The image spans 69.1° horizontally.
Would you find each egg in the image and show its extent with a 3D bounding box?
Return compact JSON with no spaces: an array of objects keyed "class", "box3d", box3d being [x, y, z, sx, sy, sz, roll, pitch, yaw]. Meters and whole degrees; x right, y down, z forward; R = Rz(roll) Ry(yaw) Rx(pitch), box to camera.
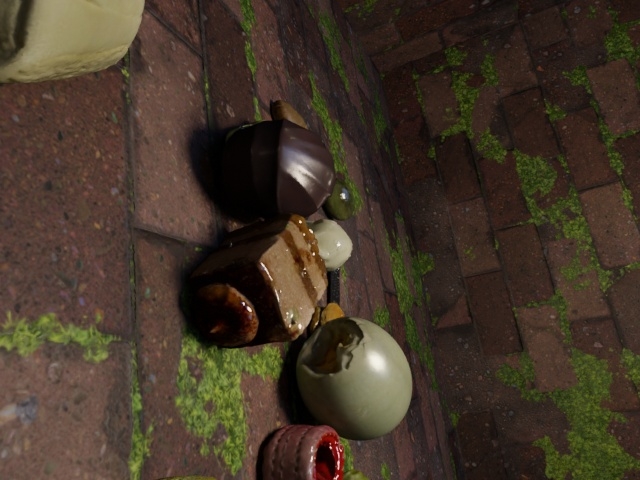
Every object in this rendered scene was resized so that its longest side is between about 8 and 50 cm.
[{"class":"egg","box3d":[0.094,0.361,1.182,0.336,0.278,0.278,59,26,-31]}]

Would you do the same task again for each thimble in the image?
[{"class":"thimble","box3d":[-0.036,0.483,0.992,0.189,0.124,0.163,11,69,-67]}]

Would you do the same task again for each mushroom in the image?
[{"class":"mushroom","box3d":[-0.086,-0.349,1.489,0.210,0.072,0.094,59,35,-36]}]

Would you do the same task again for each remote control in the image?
[{"class":"remote control","box3d":[0.044,0.117,1.563,0.063,0.025,0.245,49,34,-46]}]

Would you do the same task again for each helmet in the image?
[{"class":"helmet","box3d":[-0.062,-0.159,1.052,0.305,0.177,0.225,13,73,-43]}]

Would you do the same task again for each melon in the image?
[{"class":"melon","box3d":[0.063,-0.151,1.665,0.114,0.114,0.168,-61,134,-61]}]

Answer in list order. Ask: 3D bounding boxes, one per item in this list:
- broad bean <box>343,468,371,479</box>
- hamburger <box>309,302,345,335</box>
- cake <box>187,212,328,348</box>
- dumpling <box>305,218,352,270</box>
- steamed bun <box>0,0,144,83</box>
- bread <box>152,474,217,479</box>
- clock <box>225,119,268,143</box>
[{"class":"broad bean","box3d":[0.077,0.713,1.128,0.238,0.119,0.291,66,24,-46]},{"class":"hamburger","box3d":[0.027,0.259,1.353,0.147,0.083,0.138,-72,145,-49]},{"class":"cake","box3d":[-0.126,0.089,0.939,0.293,0.198,0.196,-57,131,-61]},{"class":"dumpling","box3d":[0.000,0.000,1.400,0.193,0.147,0.258,47,23,15]},{"class":"steamed bun","box3d":[-0.349,-0.350,0.578,0.274,0.272,0.290,65,27,-26]},{"class":"bread","box3d":[-0.208,0.421,0.609,0.257,0.124,0.186,-63,133,-62]},{"class":"clock","box3d":[-0.131,-0.215,1.256,0.308,0.096,0.235,-61,132,-62]}]
